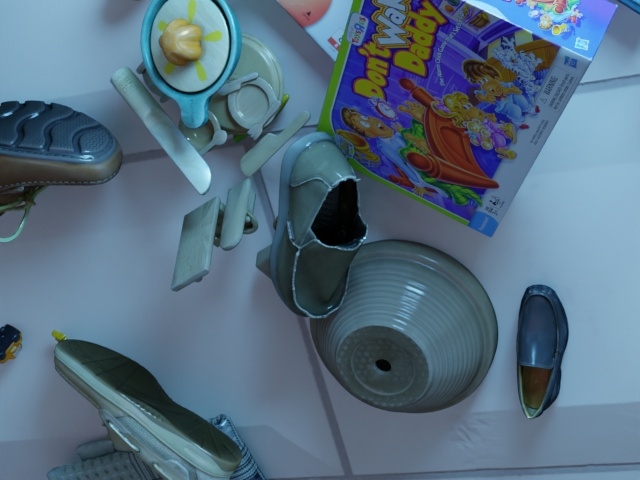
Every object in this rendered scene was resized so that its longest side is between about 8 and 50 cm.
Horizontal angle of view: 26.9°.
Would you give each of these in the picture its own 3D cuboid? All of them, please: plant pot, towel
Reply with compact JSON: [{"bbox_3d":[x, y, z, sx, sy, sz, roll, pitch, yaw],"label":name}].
[{"bbox_3d":[0.091,0.126,1.634,0.237,0.110,0.237,8,118,15],"label":"plant pot"},{"bbox_3d":[-0.198,0.406,1.925,0.324,0.056,0.312,-18,112,24],"label":"towel"}]

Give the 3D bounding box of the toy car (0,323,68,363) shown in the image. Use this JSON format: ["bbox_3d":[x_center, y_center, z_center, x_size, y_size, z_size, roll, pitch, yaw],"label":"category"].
[{"bbox_3d":[-0.406,0.154,1.861,0.122,0.060,0.040,6,150,24],"label":"toy car"}]

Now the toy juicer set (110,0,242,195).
[{"bbox_3d":[-0.172,-0.238,1.510,0.209,0.089,0.329,31,113,25],"label":"toy juicer set"}]

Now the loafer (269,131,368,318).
[{"bbox_3d":[0.000,0.000,1.523,0.087,0.094,0.251,43,147,40],"label":"loafer"}]

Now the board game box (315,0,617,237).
[{"bbox_3d":[0.134,-0.163,1.395,0.233,0.078,0.347,27,151,5],"label":"board game box"}]

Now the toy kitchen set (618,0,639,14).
[{"bbox_3d":[0.343,-0.300,1.314,0.207,0.122,0.166,32,122,2],"label":"toy kitchen set"}]

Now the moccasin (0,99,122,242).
[{"bbox_3d":[-0.419,-0.086,1.693,0.380,0.139,0.147,-4,120,19],"label":"moccasin"}]

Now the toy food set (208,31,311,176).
[{"bbox_3d":[-0.100,-0.185,1.590,0.132,0.038,0.192,-39,87,26],"label":"toy food set"}]

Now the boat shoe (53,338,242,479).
[{"bbox_3d":[-0.247,0.243,1.789,0.302,0.109,0.098,34,107,13],"label":"boat shoe"}]

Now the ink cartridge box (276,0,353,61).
[{"bbox_3d":[0.037,-0.298,1.473,0.145,0.045,0.179,45,124,-7],"label":"ink cartridge box"}]

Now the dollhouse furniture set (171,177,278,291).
[{"bbox_3d":[-0.068,0.025,1.602,0.144,0.123,0.151,-30,125,30],"label":"dollhouse furniture set"}]

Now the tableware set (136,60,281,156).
[{"bbox_3d":[-0.133,-0.181,1.570,0.141,0.020,0.168,-32,90,26],"label":"tableware set"}]

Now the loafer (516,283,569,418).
[{"bbox_3d":[0.263,0.135,1.603,0.062,0.061,0.170,2,116,20],"label":"loafer"}]
